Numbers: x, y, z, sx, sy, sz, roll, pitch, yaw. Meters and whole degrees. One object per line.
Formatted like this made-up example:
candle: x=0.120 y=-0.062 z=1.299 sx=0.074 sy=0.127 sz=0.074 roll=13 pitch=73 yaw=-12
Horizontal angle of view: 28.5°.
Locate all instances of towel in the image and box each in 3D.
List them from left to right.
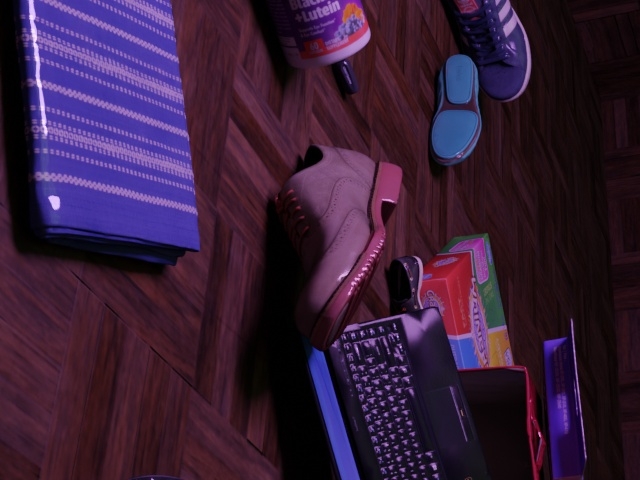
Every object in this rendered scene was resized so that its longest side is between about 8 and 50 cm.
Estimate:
towel: x=-0.189 y=-0.151 z=1.072 sx=0.243 sy=0.040 sz=0.335 roll=13 pitch=67 yaw=-66

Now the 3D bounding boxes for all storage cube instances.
storage cube: x=0.190 y=0.279 z=1.639 sx=0.193 sy=0.215 sz=0.183 roll=52 pitch=34 yaw=-64

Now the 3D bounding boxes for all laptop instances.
laptop: x=0.088 y=0.191 z=1.429 sx=0.264 sy=0.136 sz=0.234 roll=-10 pitch=77 yaw=-28

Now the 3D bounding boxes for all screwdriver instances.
screwdriver: x=0.016 y=-0.267 z=1.661 sx=0.024 sy=0.025 sz=0.170 roll=-70 pitch=146 yaw=-52

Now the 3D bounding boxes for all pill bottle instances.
pill bottle: x=-0.019 y=-0.308 z=1.468 sx=0.108 sy=0.108 sz=0.193 roll=-67 pitch=142 yaw=-55

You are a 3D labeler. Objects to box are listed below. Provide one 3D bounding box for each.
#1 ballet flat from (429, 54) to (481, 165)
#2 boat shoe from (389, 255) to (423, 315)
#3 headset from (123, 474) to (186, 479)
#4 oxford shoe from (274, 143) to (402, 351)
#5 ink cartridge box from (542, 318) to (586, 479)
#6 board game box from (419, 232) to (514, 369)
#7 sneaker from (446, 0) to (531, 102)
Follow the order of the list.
ballet flat: x=0.233 y=-0.202 z=2.134 sx=0.087 sy=0.083 sz=0.247 roll=78 pitch=17 yaw=-51
boat shoe: x=0.118 y=0.088 z=1.760 sx=0.042 sy=0.049 sz=0.133 roll=-4 pitch=93 yaw=-42
headset: x=-0.079 y=0.351 z=0.970 sx=0.394 sy=0.185 sz=0.243 roll=40 pitch=39 yaw=-24
oxford shoe: x=0.000 y=0.000 z=1.390 sx=0.348 sy=0.130 sz=0.123 roll=-71 pitch=-173 yaw=-62
ink cartridge box: x=0.318 y=0.242 z=1.656 sx=0.208 sy=0.045 sz=0.206 roll=77 pitch=12 yaw=-53
board game box: x=0.226 y=0.139 z=1.985 sx=0.316 sy=0.064 sz=0.242 roll=-36 pitch=115 yaw=-67
sneaker: x=0.288 y=-0.421 z=2.325 sx=0.148 sy=0.131 sz=0.350 roll=-23 pitch=97 yaw=-62
